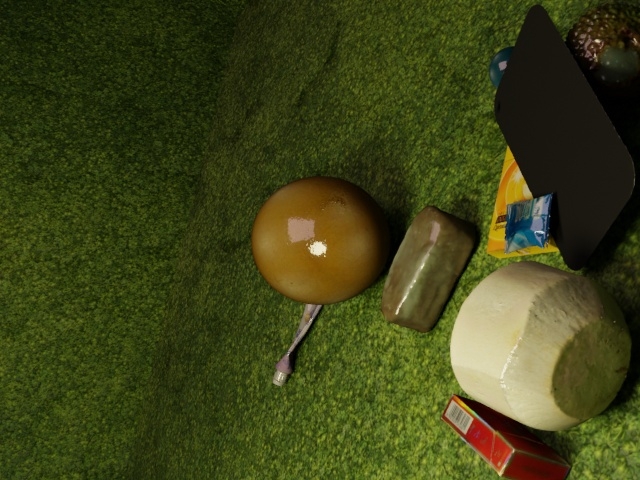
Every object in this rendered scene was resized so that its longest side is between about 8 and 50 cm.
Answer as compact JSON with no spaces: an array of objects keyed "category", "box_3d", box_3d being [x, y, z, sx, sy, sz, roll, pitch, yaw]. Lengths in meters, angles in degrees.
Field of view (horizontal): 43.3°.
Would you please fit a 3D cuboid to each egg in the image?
[{"category":"egg","box_3d":[0.000,0.000,1.752,0.351,0.282,0.282,-2,69,62]}]

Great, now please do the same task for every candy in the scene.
[{"category":"candy","box_3d":[0.199,0.056,1.515,0.234,0.104,0.102,-64,24,11]},{"category":"candy","box_3d":[0.329,-0.025,1.289,0.136,0.038,0.088,163,113,-71]}]

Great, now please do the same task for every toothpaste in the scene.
[{"category":"toothpaste","box_3d":[-0.045,0.214,1.966,0.301,0.048,0.075,-67,20,-1]}]

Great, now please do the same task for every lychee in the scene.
[{"category":"lychee","box_3d":[0.443,-0.281,1.232,0.171,0.171,0.171,-45,34,42]}]

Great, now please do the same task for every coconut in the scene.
[{"category":"coconut","box_3d":[0.300,0.143,1.119,0.241,0.241,0.241,-45,34,42]}]

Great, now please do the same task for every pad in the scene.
[{"category":"pad","box_3d":[0.386,-0.180,1.205,0.315,0.063,0.375,100,158,-55]}]

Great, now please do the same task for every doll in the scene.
[{"category":"doll","box_3d":[0.371,-0.314,1.491,0.114,0.085,0.152,-56,35,-6]}]

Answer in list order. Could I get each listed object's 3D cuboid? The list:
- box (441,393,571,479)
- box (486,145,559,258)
[{"category":"box","box_3d":[0.268,0.293,1.181,0.048,0.112,0.175,-65,26,6]},{"category":"box","box_3d":[0.367,-0.106,1.375,0.152,0.043,0.269,-15,57,61]}]
